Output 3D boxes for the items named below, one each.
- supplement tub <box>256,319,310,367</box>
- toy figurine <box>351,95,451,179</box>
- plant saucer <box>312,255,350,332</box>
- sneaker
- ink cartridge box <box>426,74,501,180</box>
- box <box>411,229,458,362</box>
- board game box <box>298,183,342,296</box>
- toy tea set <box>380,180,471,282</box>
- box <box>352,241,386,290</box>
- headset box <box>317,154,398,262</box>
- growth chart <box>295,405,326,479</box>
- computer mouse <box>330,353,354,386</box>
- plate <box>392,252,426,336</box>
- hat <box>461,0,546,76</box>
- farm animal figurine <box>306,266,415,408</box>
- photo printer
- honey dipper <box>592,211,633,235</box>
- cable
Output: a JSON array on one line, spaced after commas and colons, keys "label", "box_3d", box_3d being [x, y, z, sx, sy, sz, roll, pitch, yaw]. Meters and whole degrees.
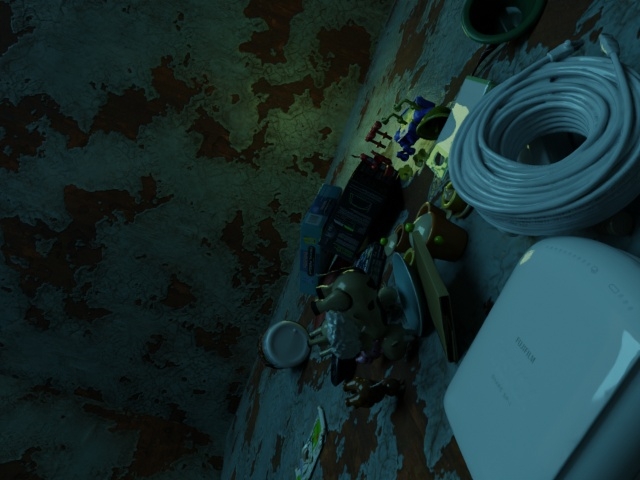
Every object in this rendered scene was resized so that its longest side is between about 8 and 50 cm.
[{"label": "supplement tub", "box_3d": [-0.167, 0.453, 2.101, 0.316, 0.193, 0.193, 133, 155, -67]}, {"label": "toy figurine", "box_3d": [0.259, -0.359, 1.420, 0.217, 0.191, 0.362, -69, 10, -24]}, {"label": "plant saucer", "box_3d": [0.048, 0.198, 1.853, 0.258, 0.048, 0.259, -81, 15, -46]}, {"label": "sneaker", "box_3d": [0.327, -0.144, 0.831, 0.169, 0.108, 0.292, 125, 160, -48]}, {"label": "ink cartridge box", "box_3d": [0.338, -0.262, 1.152, 0.171, 0.056, 0.235, -94, 22, -67]}, {"label": "box", "box_3d": [0.213, 0.100, 0.919, 0.201, 0.021, 0.164, -96, -9, -57]}, {"label": "board game box", "box_3d": [0.000, 0.000, 1.819, 0.254, 0.079, 0.336, -64, -17, -45]}, {"label": "toy tea set", "box_3d": [0.217, -0.017, 1.127, 0.336, 0.124, 0.200, 128, 159, -60]}, {"label": "box", "box_3d": [0.133, 0.129, 1.515, 0.175, 0.051, 0.220, 135, 154, -68]}, {"label": "headset box", "box_3d": [0.124, -0.101, 1.617, 0.283, 0.131, 0.246, -65, -4, 32]}, {"label": "growth chart", "box_3d": [-0.030, 0.643, 1.501, 0.172, 0.021, 0.237, -158, 88, -81]}, {"label": "computer mouse", "box_3d": [0.077, 0.281, 1.408, 0.184, 0.060, 0.262, 114, 161, -65]}, {"label": "plate", "box_3d": [0.197, 0.115, 1.070, 0.188, 0.024, 0.188, 166, 90, -86]}, {"label": "hat", "box_3d": [0.438, -0.502, 1.155, 0.208, 0.183, 0.173, 4, 83, 35]}, {"label": "farm animal figurine", "box_3d": [0.113, 0.182, 1.089, 0.172, 0.327, 0.330, -21, 33, 17]}, {"label": "photo printer", "box_3d": [0.272, 0.152, 0.558, 0.256, 0.107, 0.307, -97, 28, -69]}, {"label": "honey dipper", "box_3d": [0.356, -0.026, 0.672, 0.161, 0.030, 0.030, -149, 79, -82]}, {"label": "cable", "box_3d": [0.301, -0.128, 0.652, 0.257, 0.089, 0.257, -24, 48, 25]}]
